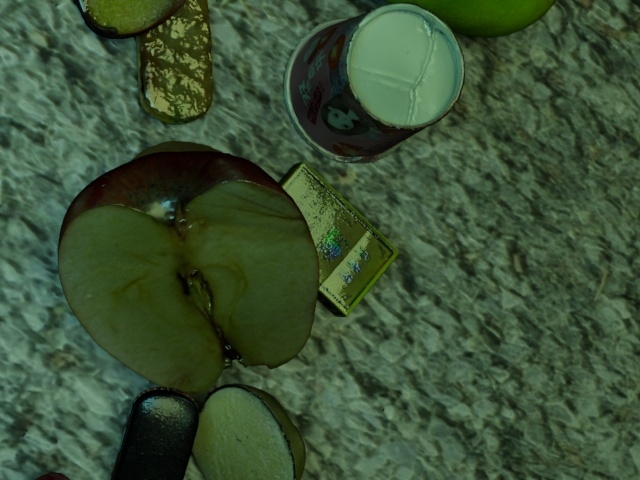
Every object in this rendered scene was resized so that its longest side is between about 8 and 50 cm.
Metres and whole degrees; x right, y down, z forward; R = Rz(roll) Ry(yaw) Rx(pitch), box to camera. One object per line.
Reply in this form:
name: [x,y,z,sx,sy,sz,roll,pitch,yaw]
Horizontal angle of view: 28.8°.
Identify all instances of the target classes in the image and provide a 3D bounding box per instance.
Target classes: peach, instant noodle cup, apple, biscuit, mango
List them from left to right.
peach: [-0.253,-0.412,1.844,0.068,0.279,0.189,-22,86,-60]
biscuit: [-0.228,-0.302,1.929,0.118,0.029,0.247,-1,86,-22]
apple: [-0.179,0.046,1.786,0.295,0.329,0.365,-47,128,-36]
instant noodle cup: [0.088,-0.249,1.931,0.243,0.231,0.242,1,87,-18]
mango: [0.234,-0.430,2.030,0.343,0.156,0.192,0,100,-13]

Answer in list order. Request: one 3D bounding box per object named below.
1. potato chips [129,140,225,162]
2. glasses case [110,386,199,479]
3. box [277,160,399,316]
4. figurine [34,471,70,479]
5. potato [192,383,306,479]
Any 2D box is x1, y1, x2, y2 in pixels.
potato chips: [-0.207,-0.079,1.916,0.202,0.049,0.150,11,89,-25]
glasses case: [-0.253,0.340,1.834,0.103,0.067,0.266,14,105,-15]
box: [0.000,0.000,1.976,0.220,0.064,0.141,42,75,-11]
figurine: [-0.428,0.437,1.747,0.234,0.185,0.127,-36,80,-19]
potato: [-0.094,0.300,1.897,0.117,0.182,0.202,-29,93,-55]
